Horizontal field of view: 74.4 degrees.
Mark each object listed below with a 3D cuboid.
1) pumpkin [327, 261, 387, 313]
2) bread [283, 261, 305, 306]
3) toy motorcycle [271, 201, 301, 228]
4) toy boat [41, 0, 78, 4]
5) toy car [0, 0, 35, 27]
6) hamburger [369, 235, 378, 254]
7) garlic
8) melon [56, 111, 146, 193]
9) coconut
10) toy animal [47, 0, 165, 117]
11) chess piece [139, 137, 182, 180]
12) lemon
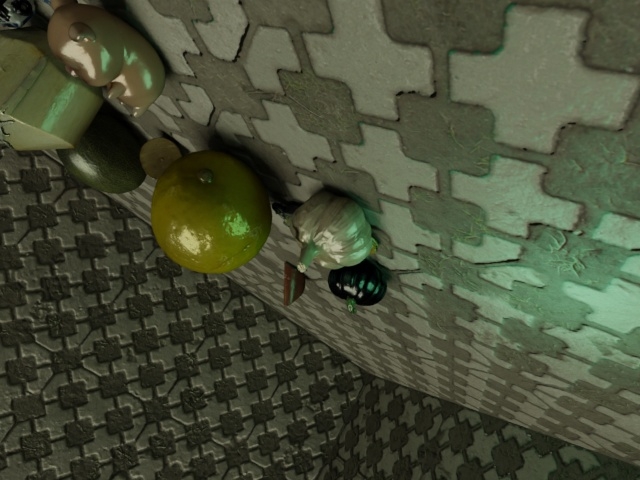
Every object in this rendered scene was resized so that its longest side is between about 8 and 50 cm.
[{"bbox_3d":[0.114,0.133,1.321,0.194,0.150,0.194,20,137,20],"label":"pumpkin"},{"bbox_3d":[-0.112,0.190,1.854,0.119,0.193,0.067,-1,178,-38],"label":"bread"},{"bbox_3d":[-0.057,-0.054,1.232,0.193,0.061,0.124,20,157,38],"label":"toy motorcycle"},{"bbox_3d":[-0.524,-0.516,0.796,0.110,0.091,0.175,-12,144,26],"label":"toy boat"},{"bbox_3d":[-0.749,-0.560,1.018,0.170,0.080,0.070,19,160,31],"label":"toy car"},{"bbox_3d":[0.117,0.004,1.133,0.076,0.044,0.083,3,143,51],"label":"hamburger"},{"bbox_3d":[0.000,0.000,1.026,0.218,0.212,0.219,27,142,23],"label":"garlic"},{"bbox_3d":[-0.728,-0.289,1.420,0.237,0.238,0.302,18,157,35],"label":"melon"},{"bbox_3d":[-0.755,-0.383,1.114,0.322,0.323,0.323,28,161,11],"label":"coconut"},{"bbox_3d":[-0.429,-0.376,0.867,0.166,0.154,0.250,35,-178,23],"label":"toy animal"},{"bbox_3d":[-0.515,-0.245,1.418,0.137,0.137,0.301,35,172,-10],"label":"chess piece"},{"bbox_3d":[-0.292,-0.075,1.146,0.347,0.348,0.348,28,161,11],"label":"lemon"}]
